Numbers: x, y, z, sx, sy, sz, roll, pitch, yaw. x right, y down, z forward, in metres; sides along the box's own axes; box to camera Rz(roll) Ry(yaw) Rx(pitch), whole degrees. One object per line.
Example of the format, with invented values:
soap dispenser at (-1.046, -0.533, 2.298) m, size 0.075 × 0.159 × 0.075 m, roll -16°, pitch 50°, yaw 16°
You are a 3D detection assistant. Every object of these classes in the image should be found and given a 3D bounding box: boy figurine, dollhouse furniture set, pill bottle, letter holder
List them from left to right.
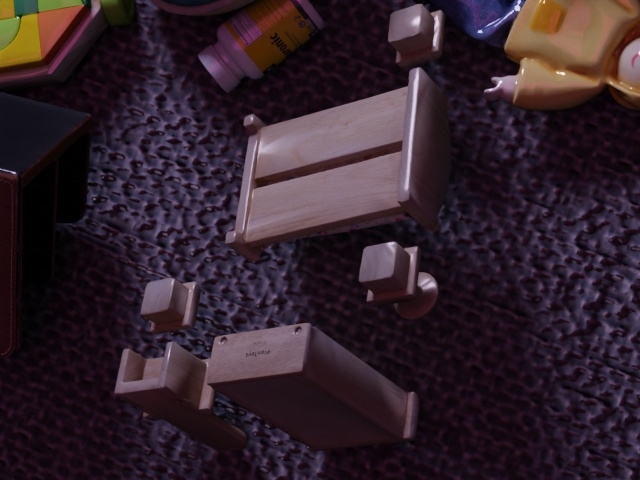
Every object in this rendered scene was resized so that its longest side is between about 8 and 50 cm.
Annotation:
letter holder at (-0.392, -0.034, 1.506) m, size 0.301 × 0.152 × 0.214 m, roll 15°, pitch 120°, yaw 12°
pill bottle at (-0.058, -0.196, 1.502) m, size 0.116 × 0.065 × 0.065 m, roll -38°, pitch 78°, yaw 5°
dollhouse furniture set at (0.000, 0.000, 1.462) m, size 0.303 × 0.174 × 0.356 m, roll -11°, pitch 57°, yaw 33°
boy figurine at (0.219, -0.192, 1.437) m, size 0.285 × 0.092 × 0.177 m, roll 34°, pitch 88°, yaw 16°

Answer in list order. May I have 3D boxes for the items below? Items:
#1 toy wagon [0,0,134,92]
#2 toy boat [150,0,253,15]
toy wagon at (-0.332, -0.319, 1.567) m, size 0.267 × 0.068 × 0.345 m, roll -8°, pitch 82°, yaw 10°
toy boat at (-0.120, -0.371, 1.471) m, size 0.267 × 0.148 × 0.318 m, roll -35°, pitch 65°, yaw 34°
